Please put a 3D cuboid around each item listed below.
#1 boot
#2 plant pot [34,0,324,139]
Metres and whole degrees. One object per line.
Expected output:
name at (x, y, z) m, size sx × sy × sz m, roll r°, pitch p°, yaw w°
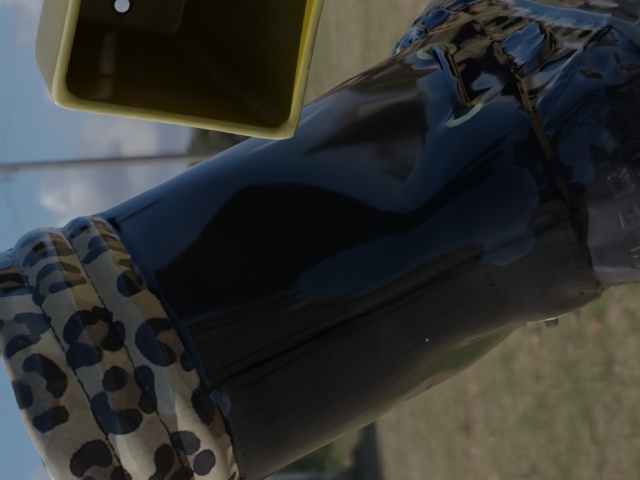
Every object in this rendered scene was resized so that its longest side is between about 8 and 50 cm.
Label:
boot at (0.000, 0.000, 0.669) m, size 0.138 × 0.284 × 0.377 m, roll 65°, pitch 170°, yaw -12°
plant pot at (-0.051, -0.086, 0.512) m, size 0.083 × 0.081 × 0.082 m, roll 38°, pitch 117°, yaw 61°
